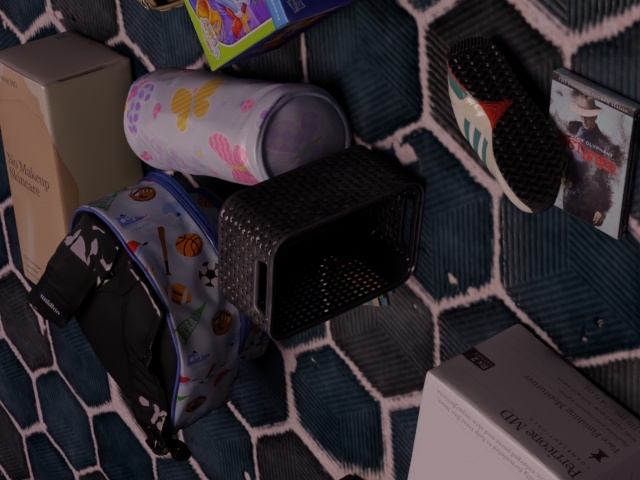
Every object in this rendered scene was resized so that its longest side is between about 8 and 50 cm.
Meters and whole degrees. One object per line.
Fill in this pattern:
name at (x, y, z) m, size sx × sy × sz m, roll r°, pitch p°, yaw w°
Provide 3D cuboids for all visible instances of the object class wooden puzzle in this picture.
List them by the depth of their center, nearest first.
wooden puzzle at (0.046, 0.043, 1.514) m, size 0.083 × 0.006 × 0.049 m, roll 2°, pitch 111°, yaw 55°

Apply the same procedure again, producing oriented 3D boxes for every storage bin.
storage bin at (0.000, 0.000, 1.392) m, size 0.084 × 0.180 × 0.122 m, roll 37°, pitch 137°, yaw 37°

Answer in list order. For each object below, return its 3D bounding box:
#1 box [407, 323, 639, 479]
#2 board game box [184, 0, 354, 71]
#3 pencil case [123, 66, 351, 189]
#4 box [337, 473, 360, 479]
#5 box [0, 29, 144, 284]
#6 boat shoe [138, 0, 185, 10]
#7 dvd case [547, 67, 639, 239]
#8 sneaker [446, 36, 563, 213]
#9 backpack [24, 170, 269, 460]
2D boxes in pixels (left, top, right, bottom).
box at (0.183, 0.207, 1.316) m, size 0.181 × 0.119 × 0.182 m, roll 40°, pitch 139°, yaw 35°
board game box at (-0.097, -0.348, 1.368) m, size 0.347 × 0.078 × 0.233 m, roll 69°, pitch 159°, yaw -3°
pencil case at (-0.088, -0.111, 1.515) m, size 0.124 × 0.113 × 0.273 m, roll 36°, pitch 167°, yaw -38°
box at (0.041, 0.387, 1.588) m, size 0.203 × 0.168 × 0.167 m, roll 23°, pitch 128°, yaw 47°
box at (-0.301, -0.085, 1.829) m, size 0.148 × 0.121 × 0.311 m, roll 28°, pitch 132°, yaw 45°
boat shoe at (-0.166, -0.270, 1.584) m, size 0.153 × 0.048 × 0.056 m, roll 17°, pitch 123°, yaw 50°
dvd case at (0.215, -0.069, 1.193) m, size 0.087 × 0.013 × 0.119 m, roll 34°, pitch 135°, yaw 40°
sneaker at (0.152, -0.088, 1.236) m, size 0.075 × 0.057 × 0.161 m, roll 84°, pitch 161°, yaw -70°
backpack at (-0.172, 0.060, 1.651) m, size 0.276 × 0.213 × 0.263 m, roll 46°, pitch 156°, yaw 18°
